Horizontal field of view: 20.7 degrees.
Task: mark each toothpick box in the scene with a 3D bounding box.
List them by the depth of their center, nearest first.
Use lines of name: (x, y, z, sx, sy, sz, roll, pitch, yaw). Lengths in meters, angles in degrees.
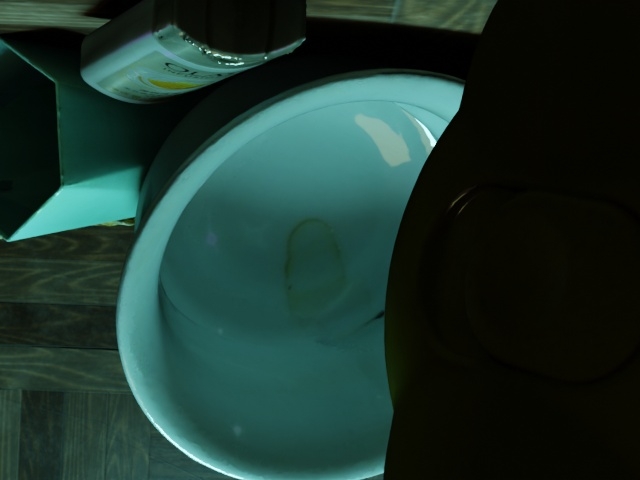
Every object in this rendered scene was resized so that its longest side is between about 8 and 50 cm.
toothpick box: (0.243, 0.051, 0.952, 0.425, 0.409, 0.409, 13, 171, -39)

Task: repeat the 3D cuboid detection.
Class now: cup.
cup: (0.000, 0.000, 1.314, 0.347, 0.347, 0.163, 3, -153, -23)
cup: (-0.157, -0.075, 1.359, 0.148, 0.134, 0.236, -35, 159, 35)

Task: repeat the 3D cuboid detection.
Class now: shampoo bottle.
shampoo bottle: (-0.084, -0.125, 1.093, 0.086, 0.056, 0.227, 2, 177, -22)

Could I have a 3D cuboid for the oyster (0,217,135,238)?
oyster: (-0.317, -0.032, 1.605, 0.354, 0.107, 0.201, -6, -146, -38)
